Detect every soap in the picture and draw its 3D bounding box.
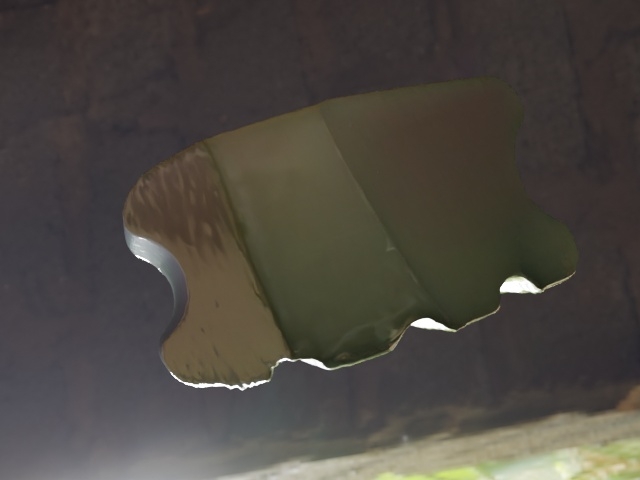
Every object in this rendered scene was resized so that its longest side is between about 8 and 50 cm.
[{"bbox_3d":[0.000,0.000,0.675,0.347,0.208,0.115,160,92,-81],"label":"soap"}]
